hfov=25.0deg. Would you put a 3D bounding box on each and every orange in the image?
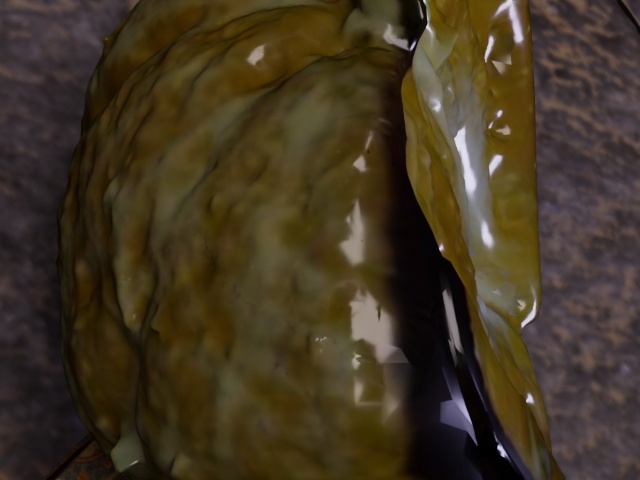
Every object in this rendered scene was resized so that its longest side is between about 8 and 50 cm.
[{"bbox_3d":[0.000,0.000,0.632,0.271,0.210,0.368,57,27,-43],"label":"orange"}]

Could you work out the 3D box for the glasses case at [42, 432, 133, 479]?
[{"bbox_3d":[-0.036,0.174,0.658,0.218,0.075,0.049,44,62,-4],"label":"glasses case"}]
